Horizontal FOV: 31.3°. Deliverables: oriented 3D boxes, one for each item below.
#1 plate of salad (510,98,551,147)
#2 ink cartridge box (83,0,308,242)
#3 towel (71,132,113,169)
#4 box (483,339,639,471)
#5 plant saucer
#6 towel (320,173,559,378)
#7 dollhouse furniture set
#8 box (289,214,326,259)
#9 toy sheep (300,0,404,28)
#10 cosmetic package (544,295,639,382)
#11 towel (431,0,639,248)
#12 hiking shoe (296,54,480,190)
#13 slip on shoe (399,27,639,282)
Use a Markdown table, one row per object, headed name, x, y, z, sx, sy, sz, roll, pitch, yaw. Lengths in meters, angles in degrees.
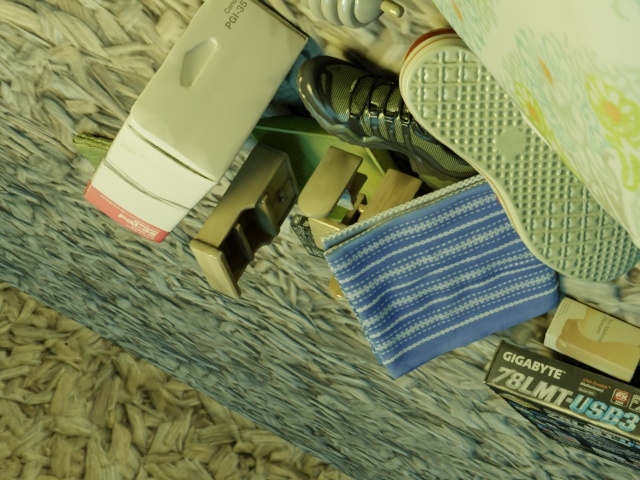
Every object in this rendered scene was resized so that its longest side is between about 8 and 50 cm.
| name | x | y | z | sx | sy | sz | roll | pitch | yaw |
| --- | --- | --- | --- | --- | --- | --- | --- | --- | --- |
| plate of salad | 0.226 | -0.094 | 0.942 | 0.200 | 0.048 | 0.200 | 33 | -156 | -16 |
| ink cartridge box | -0.149 | -0.134 | 1.286 | 0.117 | 0.207 | 0.283 | 34 | 159 | -10 |
| towel | -0.310 | -0.121 | 1.775 | 0.148 | 0.027 | 0.110 | 13 | 153 | 35 |
| box | 0.398 | 0.246 | 1.513 | 0.295 | 0.073 | 0.293 | 17 | 165 | 34 |
| plant saucer | 0.029 | -0.087 | 1.378 | 0.188 | 0.045 | 0.188 | 13 | 152 | 40 |
| towel | 0.150 | 0.044 | 1.295 | 0.336 | 0.243 | 0.040 | 62 | -173 | -58 |
| dollhouse furniture set | -0.003 | 0.011 | 1.347 | 0.242 | 0.161 | 0.212 | 22 | 157 | 21 |
| box | 0.000 | 0.000 | 1.642 | 0.067 | 0.018 | 0.083 | 16 | 154 | 33 |
| toy sheep | 0.022 | -0.233 | 1.015 | 0.132 | 0.091 | 0.091 | 41 | 165 | 29 |
| cosmetic package | 0.340 | 0.122 | 1.406 | 0.115 | 0.060 | 0.041 | 23 | 159 | 16 |
| towel | 0.128 | -0.207 | 0.698 | 0.374 | 0.090 | 0.320 | 61 | 179 | 39 |
| hiking shoe | 0.087 | -0.137 | 1.167 | 0.226 | 0.086 | 0.114 | 27 | 149 | -11 |
| slip on shoe | 0.199 | -0.082 | 1.086 | 0.331 | 0.123 | 0.101 | 40 | -159 | -22 |
